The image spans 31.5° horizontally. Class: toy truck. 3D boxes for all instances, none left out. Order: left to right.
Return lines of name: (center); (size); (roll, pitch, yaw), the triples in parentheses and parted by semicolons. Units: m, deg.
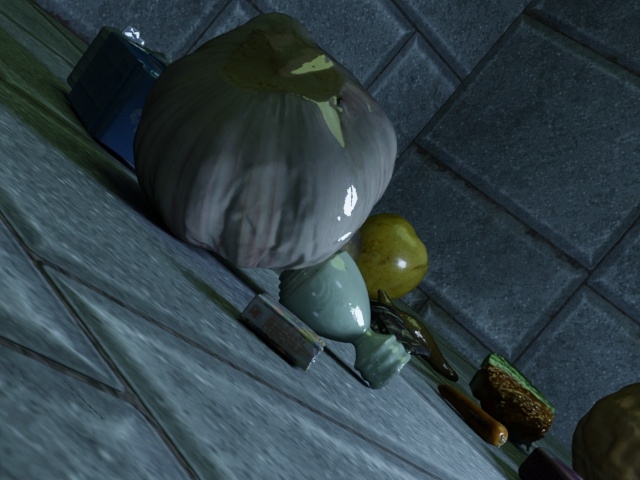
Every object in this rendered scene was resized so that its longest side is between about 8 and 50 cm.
toy truck: (-0.247, -0.193, 1.609); (0.175, 0.146, 0.367); (34, 6, -32)

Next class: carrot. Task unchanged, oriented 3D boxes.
carrot: (0.246, 0.280, 1.874); (0.037, 0.037, 0.190); (38, 2, -36)

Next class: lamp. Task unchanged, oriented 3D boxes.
lamp: (0.027, 0.089, 1.354); (0.193, 0.106, 0.106); (50, 3, 5)

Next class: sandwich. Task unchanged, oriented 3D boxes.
sandwich: (0.367, 0.326, 2.249); (0.185, 0.109, 0.160); (43, 23, 10)

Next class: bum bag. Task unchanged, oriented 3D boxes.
bum bag: (0.082, 0.126, 1.732); (0.102, 0.069, 0.248); (-1, 22, -22)

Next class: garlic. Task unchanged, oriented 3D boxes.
garlic: (-0.064, -0.102, 1.303); (0.317, 0.259, 0.317); (16, 35, -12)

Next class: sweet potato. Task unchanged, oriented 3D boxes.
sweet potato: (0.196, 0.201, 2.309); (0.249, 0.059, 0.069); (44, -10, -3)

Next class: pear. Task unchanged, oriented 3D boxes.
pear: (0.142, 0.044, 2.626); (0.209, 0.209, 0.209); (40, 3, -2)

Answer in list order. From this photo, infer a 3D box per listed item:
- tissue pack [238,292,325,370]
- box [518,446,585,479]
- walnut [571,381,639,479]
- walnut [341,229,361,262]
tissue pack: (-0.035, 0.086, 1.095); (0.083, 0.035, 0.063); (41, 2, 1)
box: (0.364, 0.374, 1.601); (0.120, 0.069, 0.224); (39, 2, -11)
walnut: (0.562, 0.394, 1.809); (0.306, 0.306, 0.344); (39, 10, -29)
walnut: (0.000, -0.001, 2.017); (0.140, 0.140, 0.162); (42, 10, 27)
